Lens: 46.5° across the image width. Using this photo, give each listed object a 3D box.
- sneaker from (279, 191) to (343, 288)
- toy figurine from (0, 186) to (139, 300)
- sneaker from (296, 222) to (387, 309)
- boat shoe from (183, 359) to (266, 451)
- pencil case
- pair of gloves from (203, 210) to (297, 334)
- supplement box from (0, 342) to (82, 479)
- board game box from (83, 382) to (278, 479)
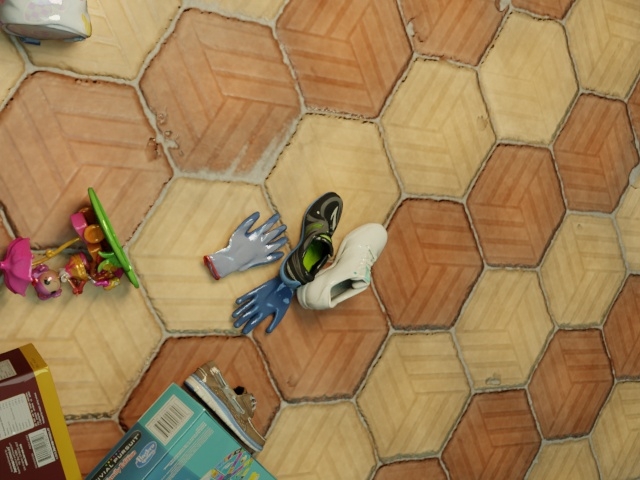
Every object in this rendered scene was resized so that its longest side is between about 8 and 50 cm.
[{"bbox_3d":[0.000,0.000,1.235,0.067,0.078,0.188,45,55,-30],"label":"sneaker"},{"bbox_3d":[-0.360,0.032,1.045,0.159,0.130,0.173,-25,134,-11],"label":"toy figurine"},{"bbox_3d":[0.061,0.050,1.272,0.212,0.094,0.080,-44,119,-27],"label":"sneaker"},{"bbox_3d":[-0.139,0.270,1.210,0.066,0.066,0.183,-46,116,-18],"label":"boat shoe"},{"bbox_3d":[-0.355,-0.397,0.970,0.124,0.114,0.272,-4,99,-38],"label":"pencil case"},{"bbox_3d":[-0.099,0.057,1.229,0.159,0.023,0.198,-33,116,-24],"label":"pair of gloves"},{"bbox_3d":[-0.447,0.271,0.996,0.194,0.129,0.191,-18,106,-27],"label":"supplement box"},{"bbox_3d":[-0.209,0.396,1.104,0.254,0.079,0.336,-47,142,-16],"label":"board game box"}]
